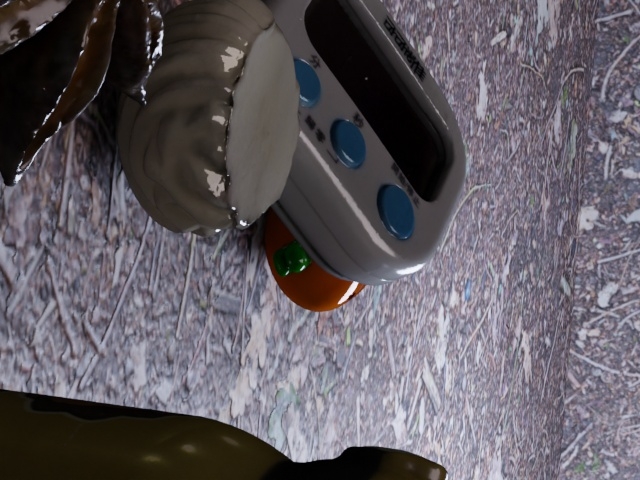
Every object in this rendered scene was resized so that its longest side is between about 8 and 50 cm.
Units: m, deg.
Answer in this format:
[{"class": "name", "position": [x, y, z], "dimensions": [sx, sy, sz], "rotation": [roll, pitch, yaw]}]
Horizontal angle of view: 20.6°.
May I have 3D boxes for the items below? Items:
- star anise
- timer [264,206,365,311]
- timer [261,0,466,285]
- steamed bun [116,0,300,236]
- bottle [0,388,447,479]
[{"class": "star anise", "position": [-0.144, -0.193, 1.000], "dimensions": [0.331, 0.118, 0.331], "rotation": [-51, 157, -31]}, {"class": "timer", "position": [0.000, 0.000, 1.562], "dimensions": [0.136, 0.099, 0.136], "rotation": [-13, 90, -73]}, {"class": "timer", "position": [0.017, -0.100, 1.480], "dimensions": [0.262, 0.087, 0.237], "rotation": [54, 34, -20]}, {"class": "steamed bun", "position": [-0.087, -0.090, 1.272], "dimensions": [0.183, 0.106, 0.182], "rotation": [9, 90, -70]}, {"class": "bottle", "position": [-0.087, 0.174, 0.948], "dimensions": [0.171, 0.351, 0.171], "rotation": [5, 90, -73]}]
